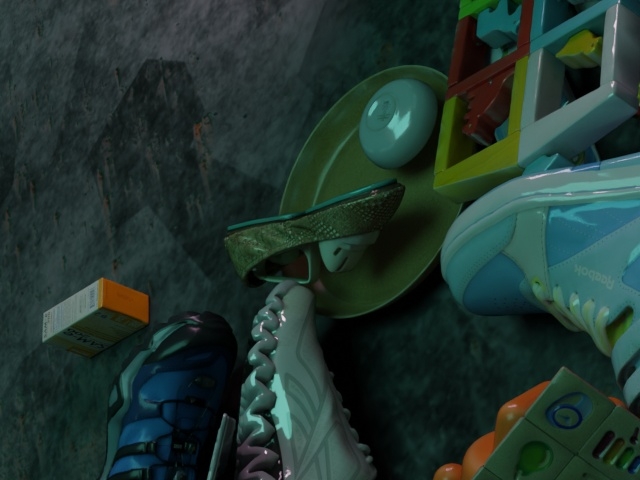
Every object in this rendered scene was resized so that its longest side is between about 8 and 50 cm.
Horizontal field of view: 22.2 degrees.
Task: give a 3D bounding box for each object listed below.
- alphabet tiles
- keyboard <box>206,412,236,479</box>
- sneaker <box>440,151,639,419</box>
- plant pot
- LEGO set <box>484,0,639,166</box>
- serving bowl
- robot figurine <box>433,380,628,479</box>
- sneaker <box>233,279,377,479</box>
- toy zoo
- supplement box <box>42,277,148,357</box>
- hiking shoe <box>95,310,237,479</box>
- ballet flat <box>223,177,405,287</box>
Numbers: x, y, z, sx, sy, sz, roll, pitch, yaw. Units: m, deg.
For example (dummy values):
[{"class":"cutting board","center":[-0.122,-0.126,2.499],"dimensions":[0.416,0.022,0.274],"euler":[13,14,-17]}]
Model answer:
[{"class":"alphabet tiles","center":[0.183,0.220,0.999],"dimensions":[0.198,0.237,0.009],"euler":[-53,4,13]},{"class":"keyboard","center":[-0.089,0.197,1.352],"dimensions":[0.256,0.014,0.072],"euler":[107,-178,-75]},{"class":"sneaker","center":[0.203,0.056,1.127],"dimensions":[0.319,0.127,0.208],"euler":[-18,55,44]},{"class":"plant pot","center":[0.053,-0.040,1.428],"dimensions":[0.236,0.032,0.236],"euler":[-25,53,38]},{"class":"LEGO set","center":[0.217,-0.158,1.287],"dimensions":[0.244,0.060,0.182],"euler":[-40,46,29]},{"class":"serving bowl","center":[0.062,-0.105,1.406],"dimensions":[0.083,0.027,0.083],"euler":[-27,50,37]},{"class":"robot figurine","center":[0.151,0.207,1.069],"dimensions":[0.128,0.158,0.219],"euler":[-100,13,-73]},{"class":"sneaker","center":[-0.013,0.167,1.335],"dimensions":[0.110,0.118,0.292],"euler":[97,177,-57]},{"class":"toy zoo","center":[0.174,-0.149,1.289],"dimensions":[0.192,0.030,0.293],"euler":[-27,41,44]},{"class":"supplement box","center":[-0.229,0.080,1.662],"dimensions":[0.098,0.062,0.036],"euler":[-30,51,37]},{"class":"hiking shoe","center":[-0.139,0.210,1.464],"dimensions":[0.132,0.113,0.304],"euler":[41,112,43]},{"class":"ballet flat","center":[0.000,0.000,1.403],"dimensions":[0.206,0.073,0.067],"euler":[-17,85,46]}]
